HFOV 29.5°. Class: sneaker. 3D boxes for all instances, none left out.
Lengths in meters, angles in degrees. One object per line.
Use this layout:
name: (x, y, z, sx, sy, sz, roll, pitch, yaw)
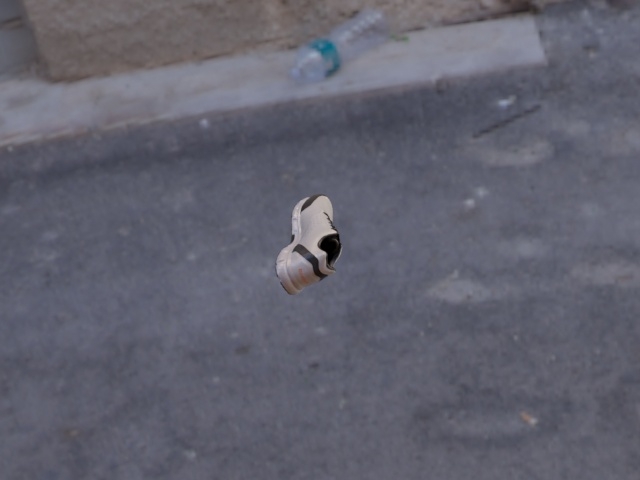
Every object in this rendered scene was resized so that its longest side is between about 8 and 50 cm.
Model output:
sneaker: (0.000, 0.000, 0.913, 0.043, 0.040, 0.109, -20, 30, 23)
